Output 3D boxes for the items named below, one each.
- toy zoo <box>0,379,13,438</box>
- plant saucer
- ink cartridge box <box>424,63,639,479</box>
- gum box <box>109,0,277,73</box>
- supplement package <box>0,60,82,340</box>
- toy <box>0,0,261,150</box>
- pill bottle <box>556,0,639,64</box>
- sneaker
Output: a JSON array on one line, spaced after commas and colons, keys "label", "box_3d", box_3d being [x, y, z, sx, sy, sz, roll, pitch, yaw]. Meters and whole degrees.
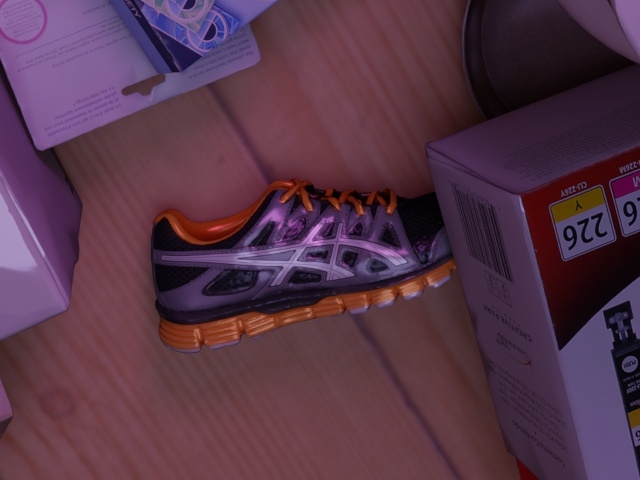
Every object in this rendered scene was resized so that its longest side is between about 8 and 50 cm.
[{"label": "toy zoo", "box_3d": [-0.320, 0.150, 0.982, 0.293, 0.192, 0.030, -18, 77, -22]}, {"label": "plant saucer", "box_3d": [0.164, -0.121, 1.065, 0.169, 0.029, 0.168, -1, 107, -4]}, {"label": "ink cartridge box", "box_3d": [0.250, 0.028, 1.032, 0.309, 0.130, 0.271, -22, 111, -13]}, {"label": "gum box", "box_3d": [-0.054, -0.205, 0.977, 0.184, 0.041, 0.157, -40, 109, -18]}, {"label": "supplement package", "box_3d": [-0.297, -0.007, 0.981, 0.293, 0.177, 0.175, -24, 109, 3]}, {"label": "toy", "box_3d": [-0.139, -0.185, 0.997, 0.137, 0.056, 0.237, -23, 105, -13]}, {"label": "pill bottle", "box_3d": [0.188, -0.210, 0.822, 0.229, 0.407, 0.229, 0, 120, 0]}, {"label": "sneaker", "box_3d": [0.000, 0.000, 1.064, 0.215, 0.084, 0.083, -16, 101, 0]}]
